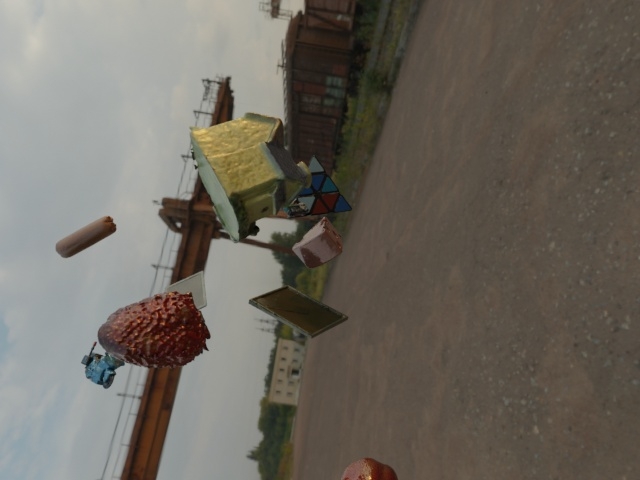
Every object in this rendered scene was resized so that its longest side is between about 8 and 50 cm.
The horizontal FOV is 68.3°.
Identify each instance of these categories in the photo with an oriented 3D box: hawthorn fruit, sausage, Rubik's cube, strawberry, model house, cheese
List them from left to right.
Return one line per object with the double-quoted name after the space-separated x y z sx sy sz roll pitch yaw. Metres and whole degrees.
-0.992 -0.013 1.995 0.086 0.289 0.086 61 -172 -15 "sausage"
-0.573 0.335 1.657 0.343 0.292 0.292 -18 -55 -46 "strawberry"
-0.188 -0.181 1.341 0.321 0.266 0.261 57 162 22 "model house"
-0.031 -0.141 1.997 0.234 0.250 0.284 -39 -18 -25 "Rubik's cube"
-0.017 0.018 1.901 0.177 0.128 0.203 -37 15 12 "cheese"
0.123 0.682 1.249 0.188 0.169 0.169 -59 -16 -48 "hawthorn fruit"

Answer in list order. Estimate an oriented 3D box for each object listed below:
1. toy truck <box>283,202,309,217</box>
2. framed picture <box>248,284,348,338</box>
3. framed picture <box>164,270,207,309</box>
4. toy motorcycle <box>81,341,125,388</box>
-0.084 -0.107 1.621 0.044 0.083 0.039 60 139 25 "toy truck"
-0.089 0.280 1.911 0.247 0.335 0.022 -16 -58 -52 "framed picture"
-0.641 0.268 2.241 0.274 0.217 0.017 -113 -1 -54 "framed picture"
-1.038 0.592 2.252 0.123 0.272 0.182 35 -114 -46 "toy motorcycle"
